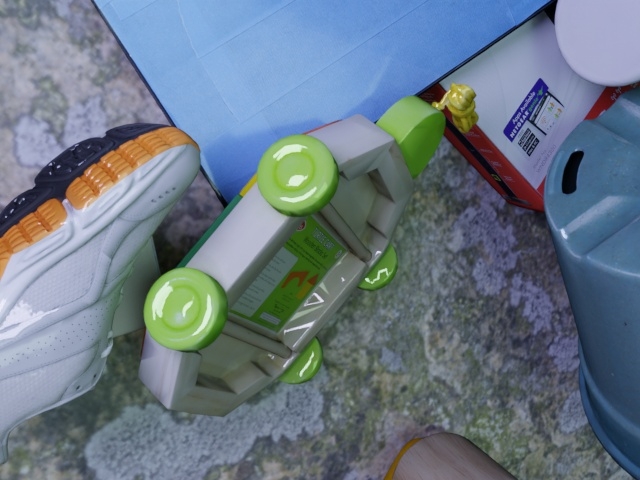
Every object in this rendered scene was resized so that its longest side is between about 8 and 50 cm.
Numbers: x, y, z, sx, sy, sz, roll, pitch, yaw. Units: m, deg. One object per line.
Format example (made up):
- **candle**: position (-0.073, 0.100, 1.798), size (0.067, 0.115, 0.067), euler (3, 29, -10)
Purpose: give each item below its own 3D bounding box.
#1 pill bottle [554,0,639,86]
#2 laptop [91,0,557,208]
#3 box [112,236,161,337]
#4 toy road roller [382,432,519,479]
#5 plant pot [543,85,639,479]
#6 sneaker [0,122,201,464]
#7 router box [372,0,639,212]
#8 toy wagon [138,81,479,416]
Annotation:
- **pill bottle**: position (0.328, -0.217, 0.695), size (0.208, 0.117, 0.118), euler (-19, 110, -32)
- **laptop**: position (0.012, -0.279, 0.489), size (0.382, 0.408, 0.236), euler (-36, 74, -13)
- **box**: position (-0.264, 0.046, 0.556), size (0.275, 0.113, 0.094), euler (-16, 109, -22)
- **toy road roller**: position (0.040, 0.330, 0.733), size (0.240, 0.202, 0.330), euler (34, 87, -18)
- **plant pot**: position (0.385, 0.039, 0.725), size (0.341, 0.341, 0.334), euler (-46, 129, -11)
- **sneaker**: position (-0.169, 0.035, 0.496), size (0.262, 0.099, 0.121), euler (-43, 126, -4)
- **router box**: position (0.224, -0.248, 0.756), size (0.301, 0.082, 0.335), euler (39, 83, -29)
- **toy wagon**: position (0.000, 0.000, 0.619), size (0.344, 0.068, 0.267), euler (-51, 158, -3)
